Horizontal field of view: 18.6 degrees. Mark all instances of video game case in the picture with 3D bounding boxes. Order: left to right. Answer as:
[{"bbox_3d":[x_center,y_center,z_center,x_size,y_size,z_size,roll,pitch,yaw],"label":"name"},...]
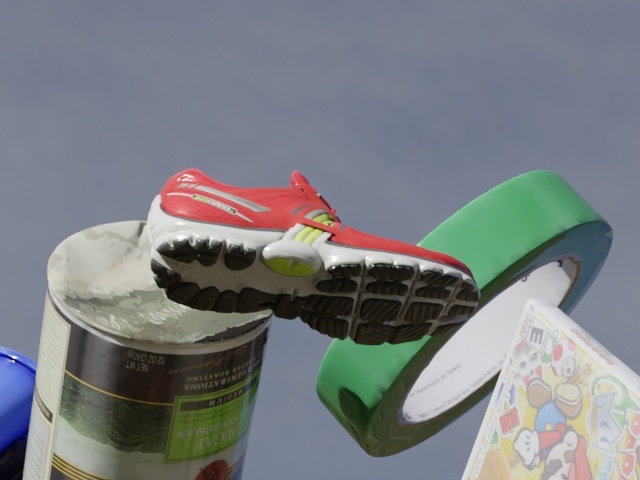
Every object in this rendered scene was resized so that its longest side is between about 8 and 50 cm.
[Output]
[{"bbox_3d":[0.172,0.187,1.393,0.026,0.227,0.206,6,22,-32],"label":"video game case"}]

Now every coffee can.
[{"bbox_3d":[-0.158,0.150,1.733,0.201,0.201,0.275,18,-60,13],"label":"coffee can"}]

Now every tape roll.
[{"bbox_3d":[0.140,0.072,1.882,0.077,0.321,0.321,47,-10,21],"label":"tape roll"}]

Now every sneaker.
[{"bbox_3d":[0.000,0.000,1.564,0.279,0.118,0.107,14,-42,-16],"label":"sneaker"}]

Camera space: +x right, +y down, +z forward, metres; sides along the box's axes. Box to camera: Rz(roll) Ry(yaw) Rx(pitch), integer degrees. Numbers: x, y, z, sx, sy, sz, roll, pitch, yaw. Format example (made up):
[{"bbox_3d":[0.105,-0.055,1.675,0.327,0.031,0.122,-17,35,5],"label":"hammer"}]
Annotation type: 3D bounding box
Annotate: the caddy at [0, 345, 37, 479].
[{"bbox_3d":[-0.340,0.247,2.002,0.241,0.179,0.341,52,-42,-2],"label":"caddy"}]
